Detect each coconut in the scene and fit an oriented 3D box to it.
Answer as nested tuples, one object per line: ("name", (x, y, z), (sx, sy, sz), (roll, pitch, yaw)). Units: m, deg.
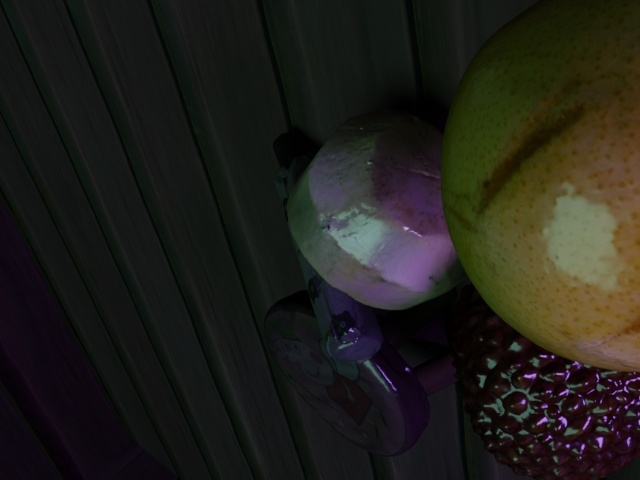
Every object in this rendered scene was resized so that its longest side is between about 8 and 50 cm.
("coconut", (0.074, -0.026, 1.160), (0.237, 0.197, 0.237), (31, 149, 22))

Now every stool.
("stool", (0.070, 0.147, 1.414), (0.272, 0.178, 0.272), (36, 151, 24))

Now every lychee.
("lychee", (0.267, 0.115, 1.028), (0.271, 0.271, 0.271), (36, 151, 24))

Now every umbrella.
("umbrella", (0.000, 0.000, 1.295), (0.073, 0.067, 0.337), (29, -144, -51))

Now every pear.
("pear", (0.236, -0.050, 0.757), (0.314, 0.314, 0.314), (36, 151, 24))
